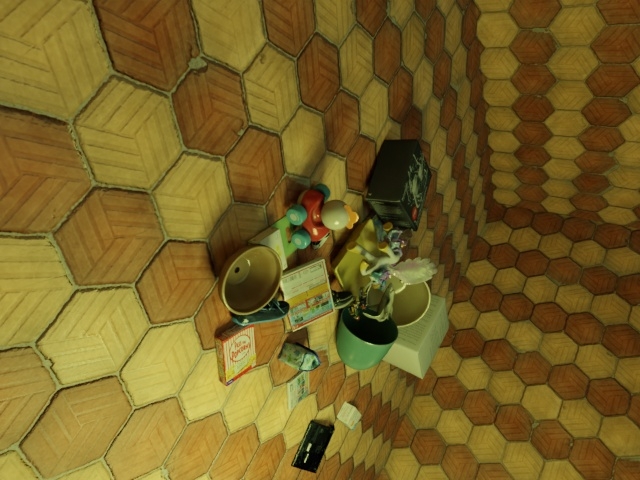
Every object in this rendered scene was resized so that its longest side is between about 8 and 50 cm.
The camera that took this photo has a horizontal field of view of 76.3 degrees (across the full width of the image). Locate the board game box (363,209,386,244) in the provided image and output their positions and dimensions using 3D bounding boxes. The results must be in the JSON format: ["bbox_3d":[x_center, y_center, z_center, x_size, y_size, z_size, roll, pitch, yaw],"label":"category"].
[{"bbox_3d":[0.284,-0.060,2.102,0.136,0.035,0.201,-49,139,-31],"label":"board game box"}]

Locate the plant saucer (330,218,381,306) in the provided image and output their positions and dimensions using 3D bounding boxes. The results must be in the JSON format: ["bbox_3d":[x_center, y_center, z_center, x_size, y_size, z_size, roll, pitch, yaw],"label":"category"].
[{"bbox_3d":[0.169,0.108,1.973,0.333,0.081,0.333,-53,142,-27],"label":"plant saucer"}]

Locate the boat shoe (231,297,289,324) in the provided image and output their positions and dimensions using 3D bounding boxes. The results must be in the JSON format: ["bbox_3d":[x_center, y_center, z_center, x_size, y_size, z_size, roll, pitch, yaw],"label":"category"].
[{"bbox_3d":[-0.202,0.244,1.483,0.258,0.109,0.089,-5,104,-56],"label":"boat shoe"}]

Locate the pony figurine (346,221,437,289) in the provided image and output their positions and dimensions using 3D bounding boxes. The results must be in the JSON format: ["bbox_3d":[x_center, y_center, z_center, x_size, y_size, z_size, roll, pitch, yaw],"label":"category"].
[{"bbox_3d":[0.320,0.077,1.891,0.350,0.303,0.363,-29,142,3],"label":"pony figurine"}]

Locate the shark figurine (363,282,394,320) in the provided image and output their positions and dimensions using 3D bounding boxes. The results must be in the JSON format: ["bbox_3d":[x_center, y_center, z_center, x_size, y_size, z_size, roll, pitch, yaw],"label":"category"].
[{"bbox_3d":[0.282,0.338,1.981,0.278,0.116,0.166,-44,135,-55],"label":"shark figurine"}]

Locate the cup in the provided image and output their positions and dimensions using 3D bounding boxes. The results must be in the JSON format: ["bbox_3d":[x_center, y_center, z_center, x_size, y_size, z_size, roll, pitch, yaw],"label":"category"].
[{"bbox_3d":[0.401,0.264,2.198,0.237,0.330,0.331,-86,179,-71],"label":"cup"}]

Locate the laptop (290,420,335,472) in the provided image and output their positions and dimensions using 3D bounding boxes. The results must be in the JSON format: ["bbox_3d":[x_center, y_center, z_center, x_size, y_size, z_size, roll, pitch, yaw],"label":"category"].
[{"bbox_3d":[-0.034,1.077,2.154,0.264,0.136,0.234,33,74,-28],"label":"laptop"}]

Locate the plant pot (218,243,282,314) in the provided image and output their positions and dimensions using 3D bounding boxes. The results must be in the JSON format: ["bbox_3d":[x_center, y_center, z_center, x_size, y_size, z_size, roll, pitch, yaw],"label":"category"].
[{"bbox_3d":[-0.248,0.114,1.343,0.237,0.109,0.238,-22,123,-38],"label":"plant pot"}]

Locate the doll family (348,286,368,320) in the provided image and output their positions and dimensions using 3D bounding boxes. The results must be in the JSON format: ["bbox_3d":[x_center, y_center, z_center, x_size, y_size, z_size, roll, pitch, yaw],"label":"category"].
[{"bbox_3d":[0.185,0.306,1.945,0.193,0.076,0.112,-36,127,-46],"label":"doll family"}]

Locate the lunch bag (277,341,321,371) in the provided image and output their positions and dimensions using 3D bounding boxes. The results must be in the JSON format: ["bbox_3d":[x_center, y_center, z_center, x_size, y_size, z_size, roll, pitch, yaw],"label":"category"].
[{"bbox_3d":[-0.082,0.498,1.738,0.151,0.128,0.096,37,74,-53],"label":"lunch bag"}]

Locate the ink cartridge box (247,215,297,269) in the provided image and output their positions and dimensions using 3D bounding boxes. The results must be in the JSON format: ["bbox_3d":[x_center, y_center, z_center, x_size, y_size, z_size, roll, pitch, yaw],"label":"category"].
[{"bbox_3d":[-0.155,0.024,1.501,0.235,0.056,0.171,-37,131,-39],"label":"ink cartridge box"}]

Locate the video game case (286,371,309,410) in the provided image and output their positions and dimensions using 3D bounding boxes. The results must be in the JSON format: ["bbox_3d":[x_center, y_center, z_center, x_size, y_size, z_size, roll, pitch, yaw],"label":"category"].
[{"bbox_3d":[-0.103,0.684,1.885,0.143,0.019,0.157,-26,123,-48],"label":"video game case"}]

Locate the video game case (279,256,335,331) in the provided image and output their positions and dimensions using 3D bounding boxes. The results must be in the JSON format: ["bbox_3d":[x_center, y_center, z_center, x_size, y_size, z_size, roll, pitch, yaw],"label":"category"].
[{"bbox_3d":[-0.055,0.222,1.664,0.204,0.025,0.285,-22,122,-17],"label":"video game case"}]

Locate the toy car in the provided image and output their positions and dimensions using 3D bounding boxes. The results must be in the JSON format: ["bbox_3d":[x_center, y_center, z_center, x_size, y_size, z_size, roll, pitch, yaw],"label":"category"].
[{"bbox_3d":[0.034,-0.081,1.541,0.219,0.237,0.210,-45,137,-44],"label":"toy car"}]

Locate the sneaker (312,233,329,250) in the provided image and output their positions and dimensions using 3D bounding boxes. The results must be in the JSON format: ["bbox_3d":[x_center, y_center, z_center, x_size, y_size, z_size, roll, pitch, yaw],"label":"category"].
[{"bbox_3d":[0.000,0.000,1.732,0.109,0.040,0.044,-41,151,-34],"label":"sneaker"}]

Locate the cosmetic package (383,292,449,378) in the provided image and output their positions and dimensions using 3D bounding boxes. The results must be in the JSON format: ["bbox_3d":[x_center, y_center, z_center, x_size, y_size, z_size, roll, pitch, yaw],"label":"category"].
[{"bbox_3d":[0.535,0.531,2.448,0.394,0.329,0.327,-52,141,-27],"label":"cosmetic package"}]

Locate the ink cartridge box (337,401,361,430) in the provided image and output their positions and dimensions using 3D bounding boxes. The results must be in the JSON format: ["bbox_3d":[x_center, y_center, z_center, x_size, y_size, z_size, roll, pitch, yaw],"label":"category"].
[{"bbox_3d":[0.168,1.023,2.373,0.104,0.061,0.181,-56,142,-24],"label":"ink cartridge box"}]

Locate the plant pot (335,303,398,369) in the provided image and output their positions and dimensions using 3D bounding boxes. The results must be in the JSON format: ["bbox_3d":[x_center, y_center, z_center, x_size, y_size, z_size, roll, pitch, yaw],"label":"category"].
[{"bbox_3d":[0.206,0.496,2.026,0.293,0.293,0.235,-20,137,-50],"label":"plant pot"}]

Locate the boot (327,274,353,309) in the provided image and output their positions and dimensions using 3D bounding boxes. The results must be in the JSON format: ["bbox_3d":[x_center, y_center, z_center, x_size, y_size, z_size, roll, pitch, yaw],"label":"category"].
[{"bbox_3d":[0.040,0.212,1.783,0.236,0.085,0.179,-12,114,-25],"label":"boot"}]

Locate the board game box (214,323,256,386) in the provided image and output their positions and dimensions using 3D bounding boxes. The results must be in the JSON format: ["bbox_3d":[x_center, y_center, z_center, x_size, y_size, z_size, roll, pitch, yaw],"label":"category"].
[{"bbox_3d":[-0.301,0.399,1.459,0.146,0.045,0.194,-27,125,-47],"label":"board game box"}]

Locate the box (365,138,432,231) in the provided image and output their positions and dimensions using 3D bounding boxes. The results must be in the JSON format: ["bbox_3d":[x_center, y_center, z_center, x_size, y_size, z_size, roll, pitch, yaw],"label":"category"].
[{"bbox_3d":[0.397,-0.267,2.012,0.312,0.178,0.343,42,61,-52],"label":"box"}]
